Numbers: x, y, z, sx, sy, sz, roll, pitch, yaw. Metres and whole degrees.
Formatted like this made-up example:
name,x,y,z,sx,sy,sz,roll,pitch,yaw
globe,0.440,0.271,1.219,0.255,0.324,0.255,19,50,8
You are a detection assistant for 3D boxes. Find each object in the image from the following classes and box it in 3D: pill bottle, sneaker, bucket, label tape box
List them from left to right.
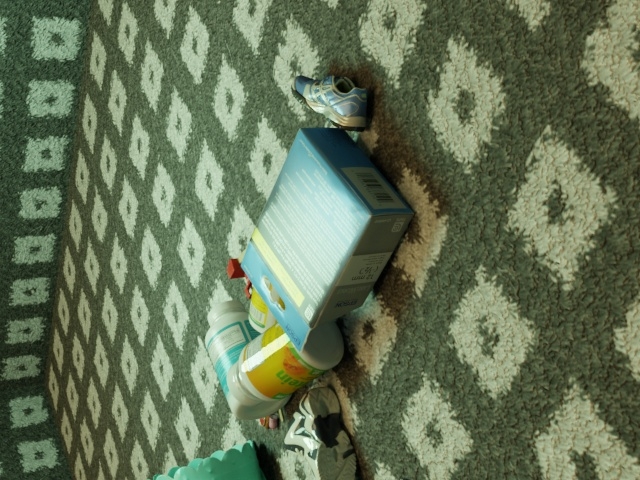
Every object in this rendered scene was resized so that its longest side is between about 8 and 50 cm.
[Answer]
name,x,y,z,sx,sy,sz,roll,pitch,yaw
bucket,-0.258,0.608,2.148,0.281,0.281,0.183,-34,74,58
pill bottle,-0.174,0.266,2.053,0.264,0.146,0.146,63,144,35
pill bottle,-0.079,0.244,1.823,0.246,0.136,0.136,-38,61,36
pill bottle,-0.081,0.088,1.883,0.117,0.117,0.208,46,134,48
sneaker,-0.008,0.434,1.843,0.153,0.094,0.235,-50,52,54
label tape box,0.000,0.000,1.676,0.249,0.115,0.347,53,134,33
sneaker,0.022,-0.275,1.689,0.211,0.080,0.081,36,120,41

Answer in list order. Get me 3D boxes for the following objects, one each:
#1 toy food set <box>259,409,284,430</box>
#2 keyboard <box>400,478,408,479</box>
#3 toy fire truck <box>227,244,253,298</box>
name,x,y,z,sx,sy,sz,roll,pitch,yaw
toy food set,-0.124,0.412,2.119,0.122,0.019,0.078,-40,60,56
keyboard,0.179,0.523,1.598,0.180,0.023,0.108,49,136,47
toy fire truck,-0.154,0.059,2.081,0.135,0.047,0.192,66,145,32
